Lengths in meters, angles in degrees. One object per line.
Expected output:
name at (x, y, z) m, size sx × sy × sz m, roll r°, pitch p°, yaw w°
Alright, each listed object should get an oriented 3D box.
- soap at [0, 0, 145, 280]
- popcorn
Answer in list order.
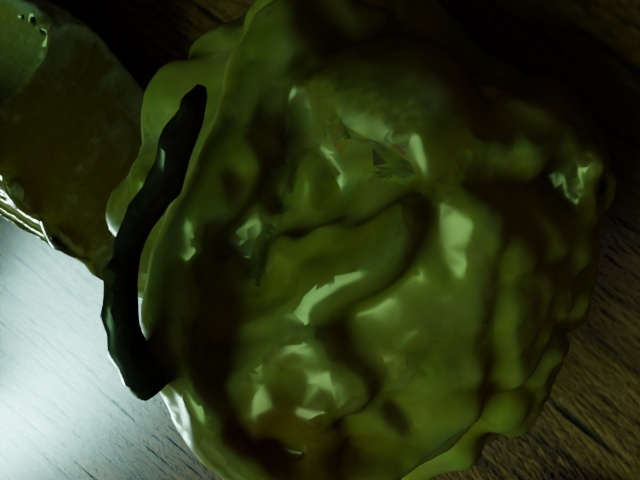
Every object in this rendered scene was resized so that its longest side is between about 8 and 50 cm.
soap at (-0.302, -0.125, 1.191) m, size 0.335 × 0.156 × 0.293 m, roll 28°, pitch 164°, yaw 29°
popcorn at (0.000, 0.000, 0.906) m, size 0.349 × 0.381 × 0.349 m, roll 12°, pitch 111°, yaw 34°
